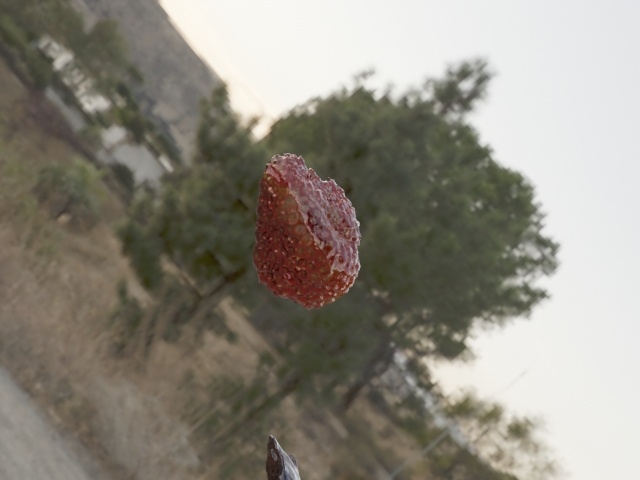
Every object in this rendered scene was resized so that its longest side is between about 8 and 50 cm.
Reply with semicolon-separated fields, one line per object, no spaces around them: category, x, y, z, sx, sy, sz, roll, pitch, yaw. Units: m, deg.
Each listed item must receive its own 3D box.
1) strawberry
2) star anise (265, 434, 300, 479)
strawberry;-0.004;0.006;1.514;0.107;0.175;0.236;30;-1;35
star anise;-0.026;0.285;1.077;0.158;0.140;0.144;22;28;0
